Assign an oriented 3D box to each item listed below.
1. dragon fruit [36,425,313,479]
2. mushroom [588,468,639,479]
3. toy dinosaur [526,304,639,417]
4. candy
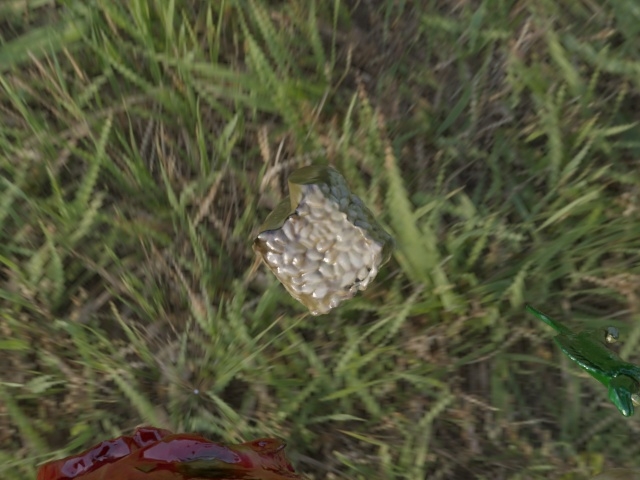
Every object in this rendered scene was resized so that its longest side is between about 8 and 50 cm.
[{"bbox_3d":[-0.084,0.163,0.769,0.262,0.189,0.163,-33,73,-9],"label":"dragon fruit"},{"bbox_3d":[0.283,0.178,0.982,0.290,0.297,0.297,5,84,31],"label":"mushroom"},{"bbox_3d":[0.149,0.061,0.976,0.060,0.119,0.029,17,111,-43],"label":"toy dinosaur"},{"bbox_3d":[0.000,0.000,1.405,0.110,0.085,0.095,43,111,-7],"label":"candy"}]
